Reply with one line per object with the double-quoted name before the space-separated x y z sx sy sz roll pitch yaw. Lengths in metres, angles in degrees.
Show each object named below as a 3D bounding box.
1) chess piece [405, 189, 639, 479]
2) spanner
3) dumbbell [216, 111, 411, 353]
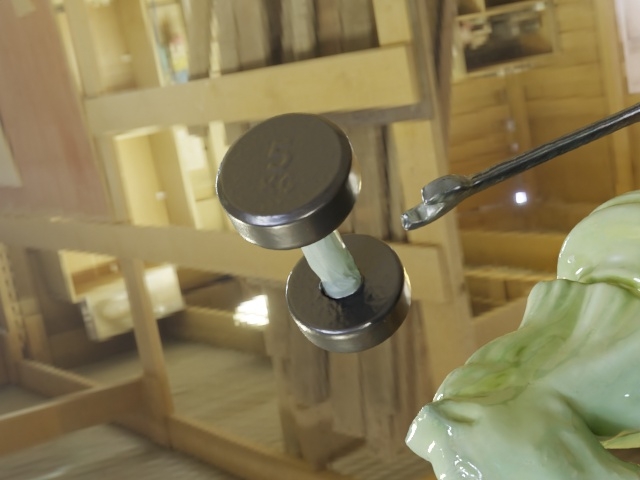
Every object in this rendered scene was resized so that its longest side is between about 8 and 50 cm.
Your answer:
"chess piece" 0.204 0.103 0.779 0.176 0.175 0.298 2 -146 46
"spanner" 0.169 -0.066 0.752 0.255 0.015 0.054 -24 160 -17
"dumbbell" 0.000 0.000 0.795 0.100 0.191 0.100 -10 -127 13
